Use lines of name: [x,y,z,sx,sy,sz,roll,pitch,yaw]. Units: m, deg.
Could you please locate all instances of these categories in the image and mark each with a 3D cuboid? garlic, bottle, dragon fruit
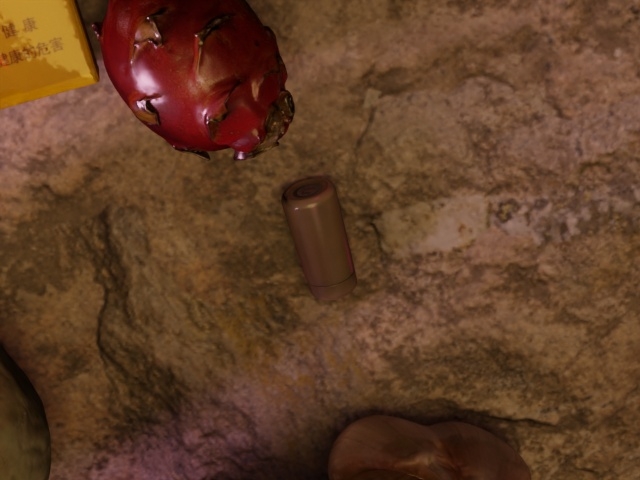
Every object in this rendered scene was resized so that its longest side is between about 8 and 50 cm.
garlic: [0.092,0.206,1.308,0.174,0.124,0.099,17,145,-10]
bottle: [0.000,0.000,1.236,0.045,0.045,0.096,-16,118,-3]
dragon fruit: [-0.112,-0.166,1.107,0.125,0.125,0.246,-25,107,23]

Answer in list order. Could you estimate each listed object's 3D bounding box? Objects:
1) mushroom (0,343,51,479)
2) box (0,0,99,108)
mushroom: [-0.302,0.143,1.168,0.164,0.189,0.267,-35,114,-10]
box: [-0.268,-0.220,1.091,0.152,0.043,0.269,-17,116,-2]
